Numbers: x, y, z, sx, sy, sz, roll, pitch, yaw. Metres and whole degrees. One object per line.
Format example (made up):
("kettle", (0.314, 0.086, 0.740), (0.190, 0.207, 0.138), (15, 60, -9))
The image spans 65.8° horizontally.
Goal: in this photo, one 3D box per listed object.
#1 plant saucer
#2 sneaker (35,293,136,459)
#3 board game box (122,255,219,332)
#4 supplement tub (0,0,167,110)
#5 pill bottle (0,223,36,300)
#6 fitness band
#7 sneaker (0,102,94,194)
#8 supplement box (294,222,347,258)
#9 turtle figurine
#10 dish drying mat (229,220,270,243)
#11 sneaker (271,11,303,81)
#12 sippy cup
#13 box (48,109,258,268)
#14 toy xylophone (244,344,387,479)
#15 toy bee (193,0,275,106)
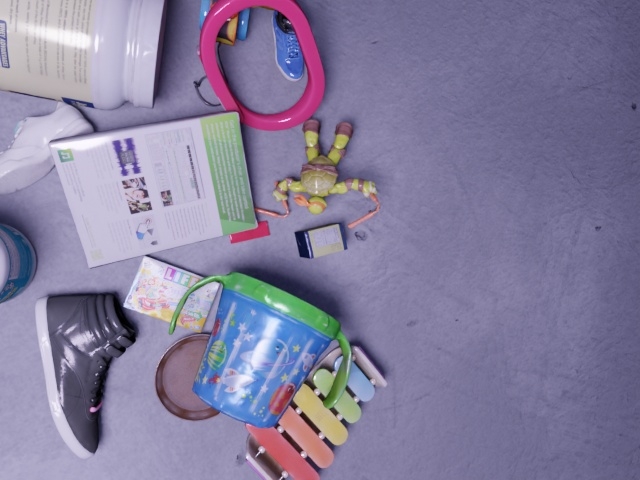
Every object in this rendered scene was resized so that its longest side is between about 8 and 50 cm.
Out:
("plant saucer", (-0.239, 0.267, 0.973), (0.168, 0.029, 0.169), (0, 90, -18))
("sneaker", (-0.396, 0.230, 0.881), (0.146, 0.104, 0.296), (-13, 88, -13))
("board game box", (-0.288, 0.105, 0.961), (0.154, 0.026, 0.104), (22, 82, -16))
("supplement tub", (-0.433, -0.350, 0.817), (0.324, 0.235, 0.236), (8, 86, -18))
("pill bottle", (-0.543, 0.038, 0.755), (0.146, 0.264, 0.147), (0, 89, -17))
("fitness band", (-0.104, -0.325, 0.923), (0.208, 0.054, 0.291), (-25, 141, 0))
("sneaker", (-0.518, -0.168, 0.877), (0.212, 0.080, 0.094), (-43, 90, -21))
("supplement box", (0.000, 0.000, 1.027), (0.083, 0.083, 0.056), (-14, 95, -17))
("turtle figurine", (-0.012, -0.139, 0.999), (0.269, 0.087, 0.218), (0, 67, 18))
("dish drying mat", (-0.147, -0.017, 1.020), (0.083, 0.008, 0.032), (-14, 94, -19))
("sneaker", (-0.062, -0.412, 1.016), (0.058, 0.084, 0.152), (-11, 92, -18))
("sippy cup", (-0.111, 0.206, 0.902), (0.305, 0.240, 0.224), (20, 76, 24))
("box", (-0.291, -0.098, 0.911), (0.321, 0.058, 0.233), (-14, 115, -17))
("toy xylophone", (-0.033, 0.335, 1.011), (0.236, 0.081, 0.323), (43, 77, -12))
("toy bee", (-0.169, -0.435, 0.940), (0.195, 0.162, 0.299), (-14, 90, -14))
